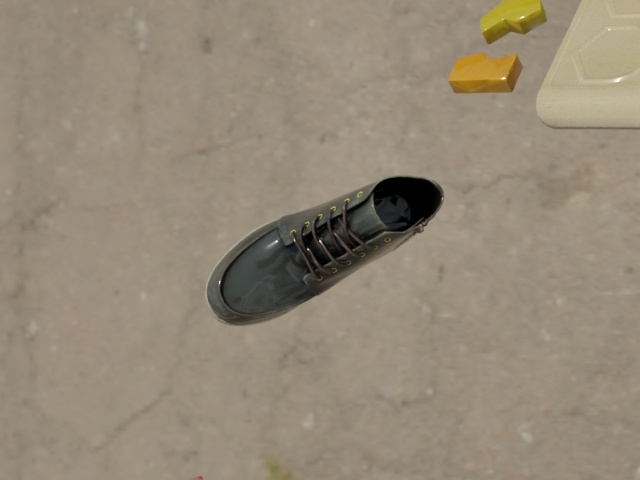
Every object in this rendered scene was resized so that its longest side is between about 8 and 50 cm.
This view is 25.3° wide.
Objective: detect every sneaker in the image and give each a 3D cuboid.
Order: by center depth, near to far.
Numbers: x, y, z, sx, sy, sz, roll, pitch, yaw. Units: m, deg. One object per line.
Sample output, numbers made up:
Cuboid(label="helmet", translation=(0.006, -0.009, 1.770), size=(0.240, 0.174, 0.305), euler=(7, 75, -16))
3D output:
Cuboid(label="sneaker", translation=(0.000, 0.000, 1.258), size=(0.083, 0.222, 0.118), euler=(60, 167, 2))

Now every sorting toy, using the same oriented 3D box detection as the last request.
Cuboid(label="sorting toy", translation=(0.280, -0.187, 1.274), size=(0.307, 0.041, 0.229), euler=(4, 55, 35))

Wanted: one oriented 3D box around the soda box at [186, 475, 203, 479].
Cuboid(label="soda box", translation=(-0.124, 0.162, 0.618), size=(0.183, 0.058, 0.063), euler=(-24, 82, 27))
